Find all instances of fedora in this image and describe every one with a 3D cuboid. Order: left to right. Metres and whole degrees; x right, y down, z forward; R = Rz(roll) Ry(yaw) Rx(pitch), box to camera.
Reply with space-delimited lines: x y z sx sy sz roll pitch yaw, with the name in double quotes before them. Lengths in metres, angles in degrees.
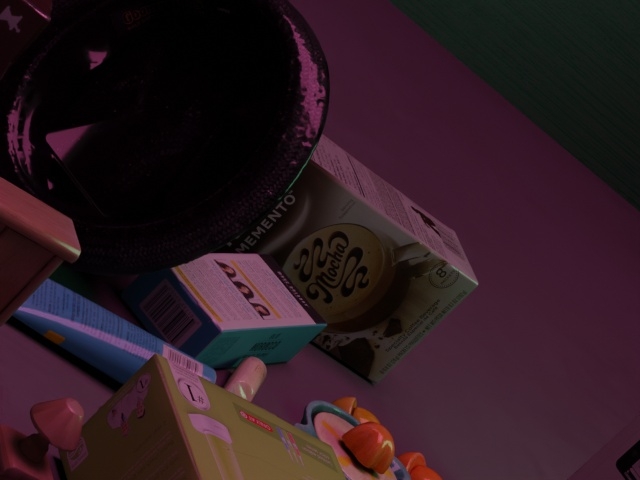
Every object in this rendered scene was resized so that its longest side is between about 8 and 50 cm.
"fedora" -0.148 -0.094 1.816 0.334 0.334 0.152 52 -10 22

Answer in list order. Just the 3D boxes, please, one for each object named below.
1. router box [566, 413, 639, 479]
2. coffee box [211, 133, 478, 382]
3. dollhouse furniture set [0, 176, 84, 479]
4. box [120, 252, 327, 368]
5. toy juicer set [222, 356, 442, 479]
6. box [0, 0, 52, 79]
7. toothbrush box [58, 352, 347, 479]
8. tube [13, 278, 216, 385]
"router box" 0.379 0.340 1.946 0.082 0.301 0.335 23 27 -51
"coffee box" 0.000 0.000 2.092 0.297 0.168 0.119 35 19 -29
"dollhouse furniture set" -0.236 0.111 1.236 0.303 0.174 0.355 33 20 -35
"box" -0.090 0.067 1.898 0.100 0.060 0.244 50 17 16
"toy juicer set" 0.025 0.186 1.837 0.329 0.089 0.209 38 18 -22
"box" -0.354 -0.227 1.778 0.167 0.168 0.203 39 17 -21
"toothbrush box" -0.054 0.247 1.439 0.206 0.122 0.283 32 20 -39
"tube" -0.185 0.083 1.660 0.207 0.052 0.080 33 15 -21
